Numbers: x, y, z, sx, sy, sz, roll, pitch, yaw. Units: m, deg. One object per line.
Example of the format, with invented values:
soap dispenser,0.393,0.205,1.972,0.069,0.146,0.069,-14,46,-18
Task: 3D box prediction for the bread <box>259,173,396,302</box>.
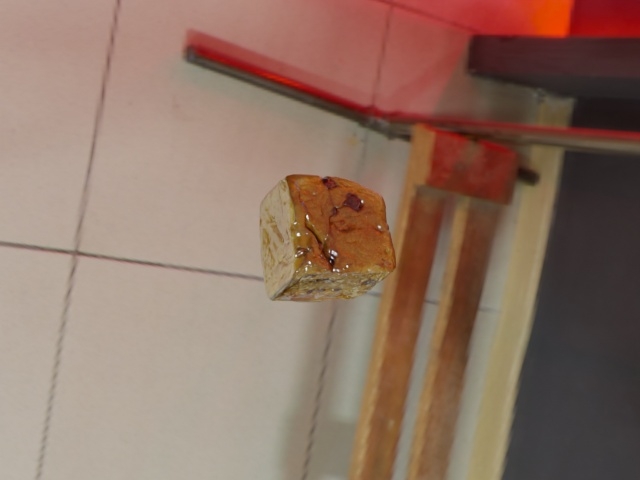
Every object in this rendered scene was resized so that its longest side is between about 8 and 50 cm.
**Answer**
bread,0.000,0.000,1.684,0.149,0.158,0.143,2,73,-28
